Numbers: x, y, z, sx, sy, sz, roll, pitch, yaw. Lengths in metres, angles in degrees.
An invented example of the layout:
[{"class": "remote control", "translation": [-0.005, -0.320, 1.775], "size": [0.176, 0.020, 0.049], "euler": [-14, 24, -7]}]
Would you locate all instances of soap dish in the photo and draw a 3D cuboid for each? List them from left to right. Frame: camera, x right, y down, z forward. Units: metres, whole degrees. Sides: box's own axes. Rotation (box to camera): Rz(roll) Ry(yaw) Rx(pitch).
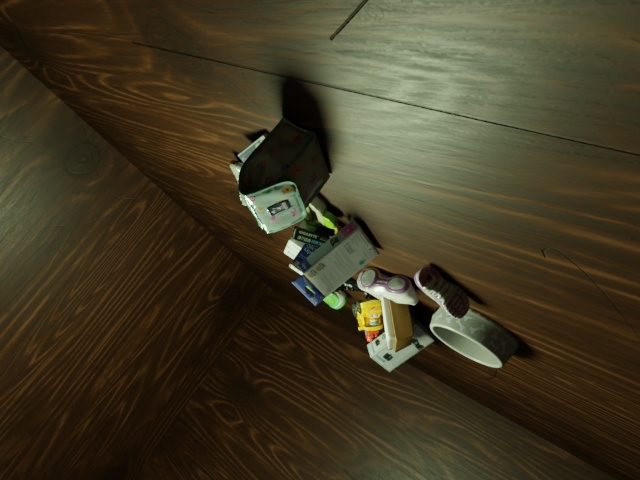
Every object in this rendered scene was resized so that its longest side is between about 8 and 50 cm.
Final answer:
[{"class": "soap dish", "translation": [0.349, 0.370, 2.042], "size": [0.118, 0.229, 0.291], "euler": [-8, 155, 5]}]

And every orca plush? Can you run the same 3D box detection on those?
[{"class": "orca plush", "translation": [0.118, 0.241, 2.347], "size": [0.287, 0.102, 0.151], "euler": [29, 164, 20]}]

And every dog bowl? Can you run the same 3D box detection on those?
[{"class": "dog bowl", "translation": [0.591, 0.377, 1.766], "size": [0.348, 0.102, 0.349], "euler": [31, 165, 10]}]

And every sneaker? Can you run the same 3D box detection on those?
[{"class": "sneaker", "translation": [-0.288, -0.208, 1.785], "size": [0.099, 0.121, 0.262], "euler": [20, 160, 40]}, {"class": "sneaker", "translation": [0.276, 0.206, 1.878], "size": [0.305, 0.114, 0.152], "euler": [15, 155, 51]}, {"class": "sneaker", "translation": [0.415, 0.176, 1.559], "size": [0.236, 0.095, 0.104], "euler": [42, 171, -9]}]

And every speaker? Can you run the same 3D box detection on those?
[{"class": "speaker", "translation": [0.020, 0.281, 2.639], "size": [0.296, 0.131, 0.131], "euler": [40, 164, -21]}]

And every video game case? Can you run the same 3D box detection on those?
[{"class": "video game case", "translation": [-0.172, -0.247, 1.468], "size": [0.173, 0.022, 0.190], "euler": [50, 147, -16]}]

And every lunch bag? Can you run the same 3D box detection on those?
[{"class": "lunch bag", "translation": [-0.106, -0.166, 1.259], "size": [0.160, 0.262, 0.223], "euler": [28, 163, 23]}]

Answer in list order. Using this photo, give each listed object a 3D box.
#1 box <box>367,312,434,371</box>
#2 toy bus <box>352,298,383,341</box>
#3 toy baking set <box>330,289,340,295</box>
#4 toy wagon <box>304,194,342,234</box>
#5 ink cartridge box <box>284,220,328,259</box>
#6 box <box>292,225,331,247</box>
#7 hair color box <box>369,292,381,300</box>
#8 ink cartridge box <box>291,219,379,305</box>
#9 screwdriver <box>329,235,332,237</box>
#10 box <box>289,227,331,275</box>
[{"class": "box", "translation": [0.398, 0.511, 2.235], "size": [0.169, 0.290, 0.087], "euler": [43, -164, -26]}, {"class": "toy bus", "translation": [0.257, 0.406, 2.284], "size": [0.149, 0.212, 0.220], "euler": [-5, 165, -8]}, {"class": "toy baking set", "translation": [0.018, 0.203, 2.444], "size": [0.196, 0.030, 0.256], "euler": [32, -161, -25]}, {"class": "toy wagon", "translation": [-0.058, -0.127, 1.655], "size": [0.344, 0.068, 0.267], "euler": [29, 164, 17]}, {"class": "ink cartridge box", "translation": [-0.040, 0.041, 2.024], "size": [0.211, 0.122, 0.289], "euler": [35, 165, -2]}, {"class": "box", "translation": [0.000, 0.000, 1.746], "size": [0.220, 0.051, 0.175], "euler": [17, -178, -6]}, {"class": "hair color box", "translation": [0.260, 0.238, 2.150], "size": [0.141, 0.043, 0.072], "euler": [31, 164, 16]}, {"class": "ink cartridge box", "translation": [0.050, 0.084, 1.618], "size": [0.065, 0.311, 0.186], "euler": [48, 179, 45]}, {"class": "screwdriver", "translation": [0.080, -0.008, 1.677], "size": [0.025, 0.024, 0.169], "euler": [40, -163, 22]}, {"class": "box", "translation": [-0.012, 0.056, 1.836], "size": [0.136, 0.225, 0.036], "euler": [34, 151, 2]}]
